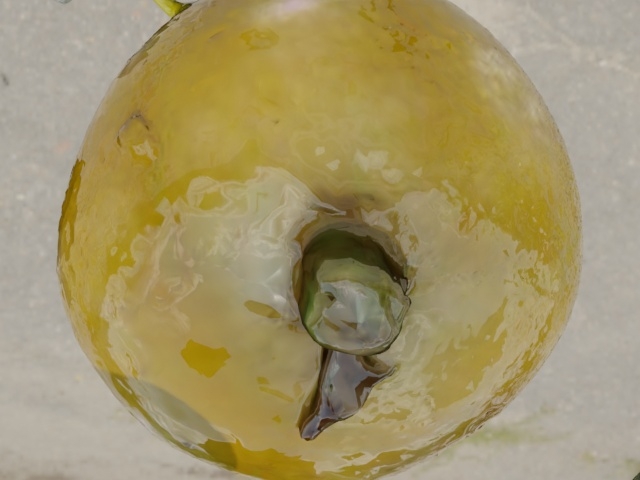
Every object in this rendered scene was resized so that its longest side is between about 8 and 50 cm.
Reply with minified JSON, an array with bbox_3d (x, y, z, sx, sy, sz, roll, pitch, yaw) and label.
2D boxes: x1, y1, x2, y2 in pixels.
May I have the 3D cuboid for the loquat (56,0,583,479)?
[{"bbox_3d":[0.000,0.000,0.763,0.328,0.329,0.359,-2,-169,-3],"label":"loquat"}]

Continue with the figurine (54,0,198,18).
[{"bbox_3d":[-0.262,-0.365,1.438,0.420,0.193,0.154,30,121,4],"label":"figurine"}]

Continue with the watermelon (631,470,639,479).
[{"bbox_3d":[0.211,0.201,0.691,0.119,0.245,0.063,8,-177,-12],"label":"watermelon"}]
